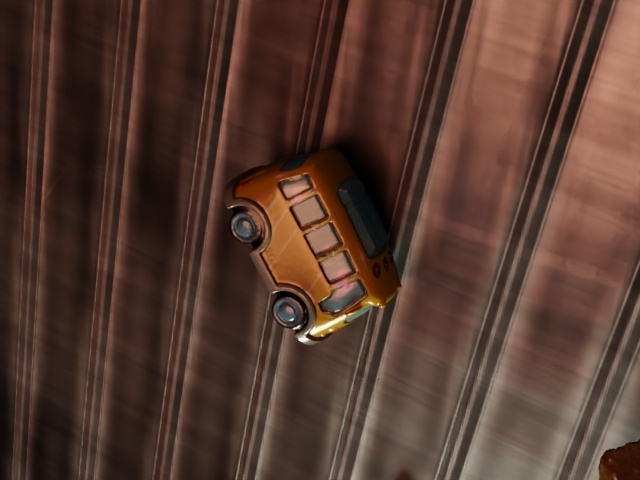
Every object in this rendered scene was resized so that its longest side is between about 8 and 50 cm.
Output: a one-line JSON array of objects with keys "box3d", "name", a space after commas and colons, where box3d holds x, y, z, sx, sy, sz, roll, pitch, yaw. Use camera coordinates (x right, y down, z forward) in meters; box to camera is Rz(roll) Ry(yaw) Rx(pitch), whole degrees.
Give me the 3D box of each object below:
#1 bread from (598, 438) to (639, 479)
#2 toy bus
[{"box3d": [0.393, 0.379, 0.930, 0.113, 0.165, 0.416, -27, 66, 10], "name": "bread"}, {"box3d": [0.000, 0.000, 1.128, 0.136, 0.126, 0.209, -23, 97, 26], "name": "toy bus"}]
